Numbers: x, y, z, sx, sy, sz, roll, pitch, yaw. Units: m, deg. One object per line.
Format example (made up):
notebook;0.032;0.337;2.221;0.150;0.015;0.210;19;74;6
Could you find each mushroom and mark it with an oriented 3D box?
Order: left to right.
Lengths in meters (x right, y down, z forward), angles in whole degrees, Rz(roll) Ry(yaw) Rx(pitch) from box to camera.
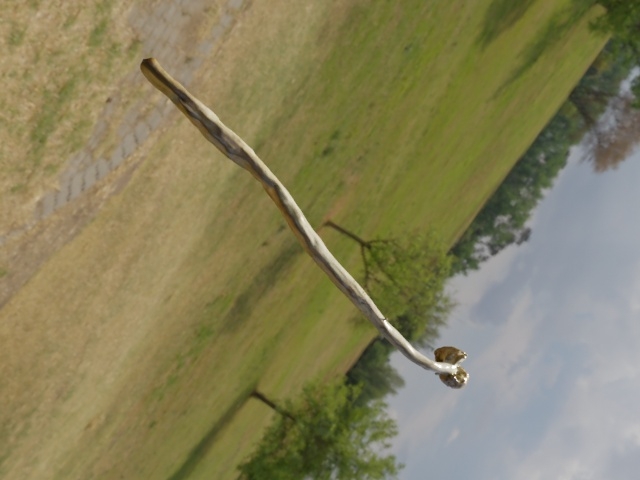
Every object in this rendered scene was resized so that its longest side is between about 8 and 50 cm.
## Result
mushroom;0.000;0.003;0.429;0.026;0.286;0.028;-41;-157;14
